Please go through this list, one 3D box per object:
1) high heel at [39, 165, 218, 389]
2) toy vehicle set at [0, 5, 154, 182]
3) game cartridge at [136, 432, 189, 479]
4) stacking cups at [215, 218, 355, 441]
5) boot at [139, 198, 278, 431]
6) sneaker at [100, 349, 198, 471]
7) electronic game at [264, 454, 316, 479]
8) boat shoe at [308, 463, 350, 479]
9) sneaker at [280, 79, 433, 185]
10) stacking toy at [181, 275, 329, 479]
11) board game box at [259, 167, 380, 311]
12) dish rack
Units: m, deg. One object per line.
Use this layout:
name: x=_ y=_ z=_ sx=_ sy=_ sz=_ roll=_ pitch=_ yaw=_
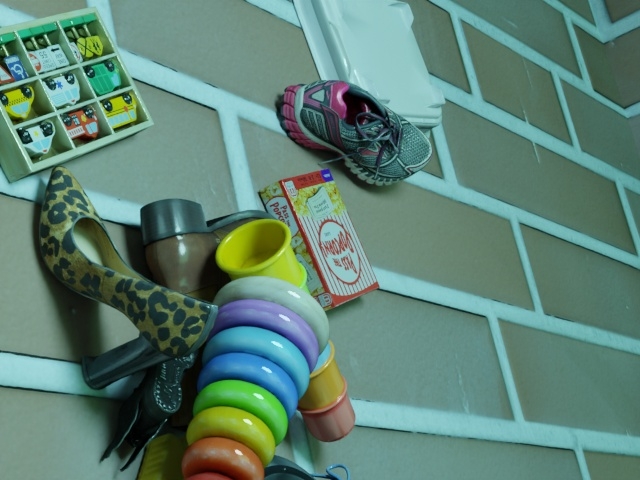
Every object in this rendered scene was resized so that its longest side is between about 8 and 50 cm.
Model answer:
high heel: x=-0.205 y=0.014 z=1.556 sx=0.093 sy=0.186 sz=0.261 roll=3 pitch=67 yaw=-57
toy vehicle set: x=-0.311 y=-0.177 z=1.681 sx=0.166 sy=0.035 sz=0.267 roll=63 pitch=29 yaw=-4
game cartridge: x=-0.117 y=0.405 z=1.559 sx=0.285 sy=0.053 sz=0.323 roll=48 pitch=31 yaw=-29
stacking cups: x=-0.026 y=0.123 z=1.752 sx=0.096 sy=0.096 sz=0.316 roll=-75 pitch=148 yaw=-49
boot: x=-0.106 y=0.099 z=1.758 sx=0.264 sy=0.096 sz=0.280 roll=17 pitch=59 yaw=-63
sneaker: x=-0.188 y=0.171 z=1.582 sx=0.051 sy=0.089 sz=0.170 roll=35 pitch=31 yaw=-16
electronic game: x=-0.036 y=0.346 z=1.597 sx=0.229 sy=0.048 sz=0.229 roll=34 pitch=38 yaw=-33
boat shoe: x=0.029 y=0.332 z=1.789 sx=0.258 sy=0.089 sz=0.109 roll=37 pitch=17 yaw=-50
sneaker: x=0.075 y=-0.163 z=2.190 sx=0.299 sy=0.112 sz=0.120 roll=16 pitch=71 yaw=-46
stacking toy: x=-0.094 y=0.198 z=1.552 sx=0.141 sy=0.141 sz=0.330 roll=48 pitch=40 yaw=-28
board game box: x=0.000 y=0.000 z=2.050 sx=0.147 sy=0.045 sz=0.193 roll=-20 pitch=86 yaw=-61
dish rack: x=0.097 y=-0.308 z=2.418 sx=0.333 sy=0.072 sz=0.285 roll=-5 pitch=74 yaw=-59
